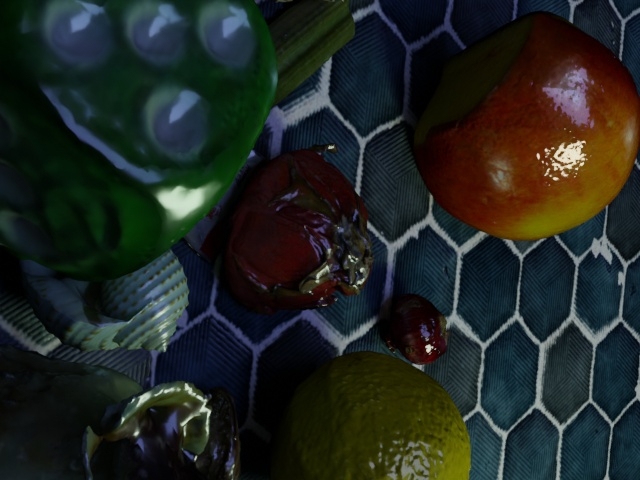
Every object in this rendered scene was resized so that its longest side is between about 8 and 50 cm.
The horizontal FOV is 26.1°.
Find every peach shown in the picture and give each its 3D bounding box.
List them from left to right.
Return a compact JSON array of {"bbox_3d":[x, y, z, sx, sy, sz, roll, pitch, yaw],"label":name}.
[{"bbox_3d":[0.312,-0.152,2.031,0.380,0.306,0.242,52,48,-43],"label":"peach"}]

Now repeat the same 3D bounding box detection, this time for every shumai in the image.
[{"bbox_3d":[-0.247,0.296,1.385,0.395,0.348,0.395,-12,106,-50],"label":"shumai"},{"bbox_3d":[-0.139,0.249,1.708,0.123,0.105,0.139,117,-7,-85],"label":"shumai"}]

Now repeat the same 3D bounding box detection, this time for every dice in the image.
[{"bbox_3d":[-0.238,-0.154,1.360,0.300,0.297,0.287,44,53,-22],"label":"dice"}]

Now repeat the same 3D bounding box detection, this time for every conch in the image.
[{"bbox_3d":[-0.244,0.052,1.529,0.172,0.200,0.131,-33,152,-30],"label":"conch"}]

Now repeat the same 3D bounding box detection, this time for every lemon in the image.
[{"bbox_3d":[0.064,0.275,1.786,0.322,0.268,0.268,-99,165,-60],"label":"lemon"}]

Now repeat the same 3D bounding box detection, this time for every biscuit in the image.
[{"bbox_3d":[-0.056,-0.234,1.795,0.322,0.038,0.099,-44,127,-38],"label":"biscuit"}]

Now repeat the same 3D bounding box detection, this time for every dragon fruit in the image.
[{"bbox_3d":[-0.002,0.004,1.756,0.223,0.148,0.218,-32,130,-41],"label":"dragon fruit"}]

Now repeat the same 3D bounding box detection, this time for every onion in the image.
[{"bbox_3d":[0.137,0.130,2.001,0.107,0.097,0.107,-25,90,-84],"label":"onion"}]

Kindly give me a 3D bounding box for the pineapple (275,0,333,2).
[{"bbox_3d":[0.059,-0.481,1.779,0.286,0.209,0.344,-10,98,-48],"label":"pineapple"}]

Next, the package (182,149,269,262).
[{"bbox_3d":[-0.155,-0.093,1.680,0.154,0.030,0.239,-52,136,-10],"label":"package"}]
